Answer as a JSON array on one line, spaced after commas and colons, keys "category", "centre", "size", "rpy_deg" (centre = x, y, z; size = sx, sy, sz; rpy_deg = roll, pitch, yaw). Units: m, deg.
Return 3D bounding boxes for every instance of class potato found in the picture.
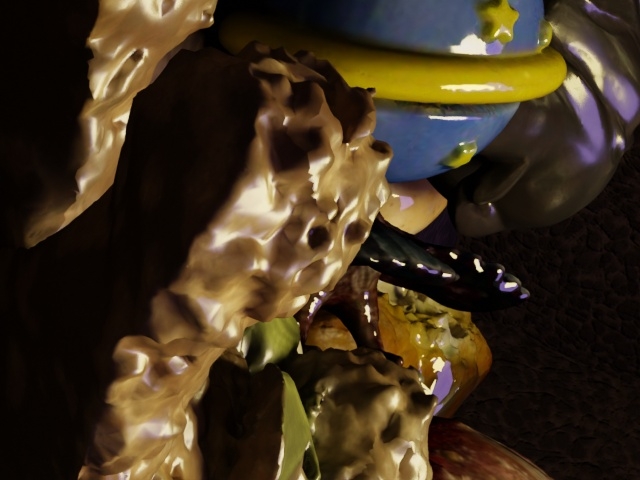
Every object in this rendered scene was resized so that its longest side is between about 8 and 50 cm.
[{"category": "potato", "centre": [0.057, -0.063, 1.337], "size": [0.178, 0.109, 0.118], "rpy_deg": [-47, 138, -64]}]

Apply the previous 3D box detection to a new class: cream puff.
[{"category": "cream puff", "centre": [0.021, 0.109, 1.302], "size": [0.241, 0.155, 0.269], "rpy_deg": [-42, 159, -16]}]

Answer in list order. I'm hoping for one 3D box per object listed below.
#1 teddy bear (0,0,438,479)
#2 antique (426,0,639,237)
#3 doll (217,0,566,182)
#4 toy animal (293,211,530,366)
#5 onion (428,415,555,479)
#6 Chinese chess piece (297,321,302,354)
[{"category": "teddy bear", "centre": [-0.026, 0.043, 0.577], "size": [0.296, 0.222, 0.246], "rpy_deg": [-59, -138, 31]}, {"category": "antique", "centre": [0.148, -0.154, 1.217], "size": [0.322, 0.185, 0.255], "rpy_deg": [-65, 146, -18]}, {"category": "doll", "centre": [0.066, -0.156, 0.897], "size": [0.311, 0.160, 0.242], "rpy_deg": [-13, 104, -46]}, {"category": "toy animal", "centre": [-0.003, -0.004, 0.902], "size": [0.179, 0.218, 0.116], "rpy_deg": [62, -38, 44]}, {"category": "onion", "centre": [0.007, 0.243, 0.790], "size": [0.260, 0.282, 0.336], "rpy_deg": [14, 67, -58]}, {"category": "Chinese chess piece", "centre": [-0.068, 0.054, 0.767], "size": [0.122, 0.122, 0.051], "rpy_deg": [106, -6, -48]}]
